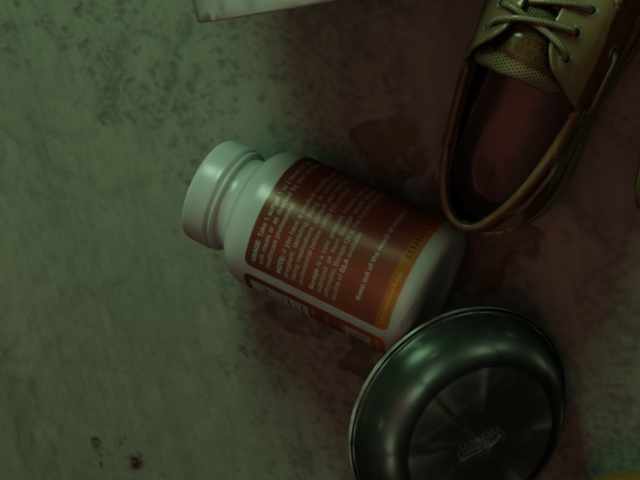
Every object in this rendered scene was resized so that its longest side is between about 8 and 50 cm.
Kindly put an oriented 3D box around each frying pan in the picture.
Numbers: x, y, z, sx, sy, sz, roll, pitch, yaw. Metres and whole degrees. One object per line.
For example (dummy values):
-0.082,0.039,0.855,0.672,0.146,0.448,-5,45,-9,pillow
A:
0.110,0.209,1.008,0.053,0.197,0.326,-139,51,-60,frying pan

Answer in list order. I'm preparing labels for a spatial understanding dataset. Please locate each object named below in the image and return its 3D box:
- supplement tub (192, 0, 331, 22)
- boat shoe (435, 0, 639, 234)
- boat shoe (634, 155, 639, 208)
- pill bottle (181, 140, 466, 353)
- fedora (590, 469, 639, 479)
-0.022,-0.330,0.858,0.235,0.235,0.324,-4,104,27,supplement tub
0.167,-0.143,0.894,0.123,0.116,0.324,22,115,18,boat shoe
0.288,-0.145,0.852,0.089,0.104,0.285,15,123,16,boat shoe
0.000,0.000,1.021,0.216,0.121,0.121,26,116,17,pill bottle
0.285,0.259,0.990,0.194,0.079,0.194,10,110,30,fedora
